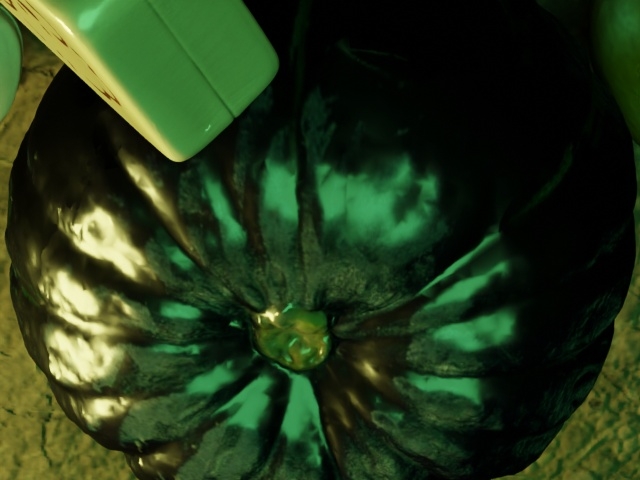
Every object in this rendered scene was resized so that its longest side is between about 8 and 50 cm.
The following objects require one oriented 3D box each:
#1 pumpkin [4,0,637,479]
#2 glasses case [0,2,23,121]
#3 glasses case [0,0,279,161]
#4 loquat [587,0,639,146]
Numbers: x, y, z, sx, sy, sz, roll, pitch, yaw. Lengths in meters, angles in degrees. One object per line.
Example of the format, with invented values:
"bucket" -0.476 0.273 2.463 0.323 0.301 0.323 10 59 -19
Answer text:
"pumpkin" 0.000 0.000 1.143 0.363 0.266 0.363 1 118 2
"glasses case" -0.294 -0.119 1.179 0.233 0.059 0.092 10 113 -11
"glasses case" -0.164 -0.179 1.005 0.076 0.336 0.144 -45 147 -4
"loquat" 0.260 -0.110 1.173 0.179 0.179 0.227 -39 110 14
